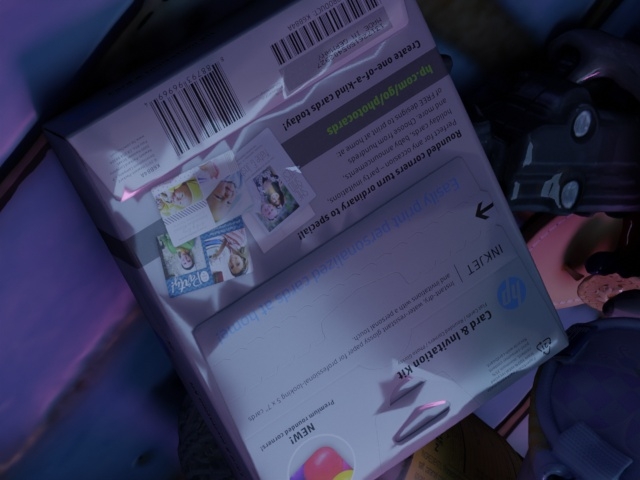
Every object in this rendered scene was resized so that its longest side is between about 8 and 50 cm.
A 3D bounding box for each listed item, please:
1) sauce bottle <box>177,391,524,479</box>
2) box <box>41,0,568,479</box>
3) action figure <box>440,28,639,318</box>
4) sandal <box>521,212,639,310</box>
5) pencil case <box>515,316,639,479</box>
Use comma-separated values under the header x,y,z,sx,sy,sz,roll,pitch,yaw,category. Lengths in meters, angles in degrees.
x,y,z,sx,sy,sz,roll,pitch,yaw,category
0.052,0.137,0.903,0.111,0.111,0.344,-44,145,2,sauce bottle
0.000,0.000,0.691,0.145,0.038,0.186,-33,112,-14,box
0.190,-0.062,0.775,0.341,0.178,0.330,-9,124,-34,action figure
0.206,0.012,0.950,0.240,0.079,0.088,-11,134,-38,sandal
0.123,0.165,0.805,0.124,0.113,0.273,-44,153,-42,pencil case
